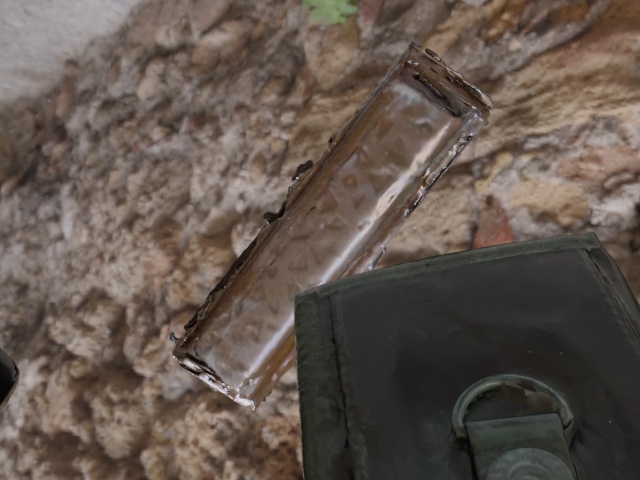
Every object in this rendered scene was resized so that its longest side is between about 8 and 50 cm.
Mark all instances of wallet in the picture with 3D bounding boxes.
[{"bbox_3d":[0.070,0.088,0.314,0.160,0.236,0.055,-12,133,5],"label":"wallet"}]

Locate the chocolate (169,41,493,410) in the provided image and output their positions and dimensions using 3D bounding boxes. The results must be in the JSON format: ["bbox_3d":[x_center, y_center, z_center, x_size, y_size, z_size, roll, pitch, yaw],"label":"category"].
[{"bbox_3d":[0.002,0.004,0.617,0.102,0.329,0.065,35,-162,-10],"label":"chocolate"}]

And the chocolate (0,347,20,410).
[{"bbox_3d":[-0.275,0.090,0.549,0.125,0.149,0.080,0,163,-22],"label":"chocolate"}]
